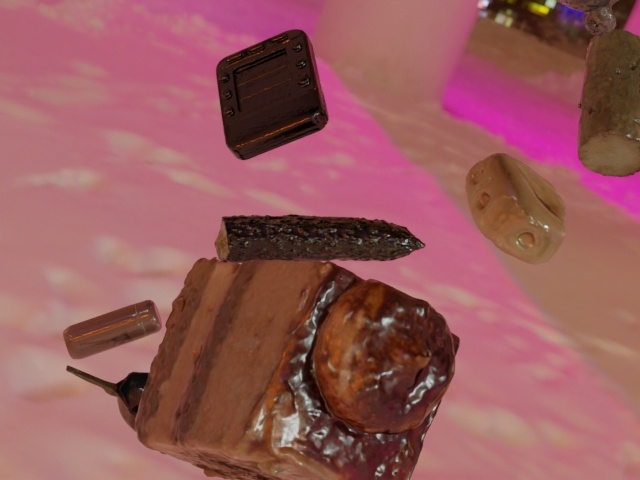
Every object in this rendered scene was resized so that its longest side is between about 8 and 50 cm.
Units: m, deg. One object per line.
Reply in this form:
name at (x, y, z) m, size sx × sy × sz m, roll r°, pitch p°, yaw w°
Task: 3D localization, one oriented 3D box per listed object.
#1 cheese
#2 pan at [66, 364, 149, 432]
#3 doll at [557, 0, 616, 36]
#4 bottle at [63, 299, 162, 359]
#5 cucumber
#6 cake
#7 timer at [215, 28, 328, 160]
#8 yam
cheese at (0.373, -0.060, 2.141) m, size 0.218 × 0.117 × 0.235 m, roll 4°, pitch 49°, yaw -52°
pan at (-0.268, 0.228, 1.662) m, size 0.202 × 0.048 × 0.128 m, roll 31°, pitch 21°, yaw 1°
doll at (0.276, -0.386, 1.372) m, size 0.158 × 0.246 × 0.340 m, roll -21°, pitch 42°, yaw -4°
bottle at (-0.305, 0.131, 1.695) m, size 0.140 × 0.053 × 0.053 m, roll -20°, pitch 24°, yaw -2°
cucumber at (0.000, -0.001, 1.639) m, size 0.300 × 0.072 × 0.072 m, roll 1°, pitch 21°, yaw -7°
cake at (-0.007, 0.134, 1.037) m, size 0.196 × 0.198 × 0.293 m, roll 32°, pitch -19°, yaw -32°
timer at (-0.067, -0.202, 1.591) m, size 0.055 × 0.144 × 0.187 m, roll 54°, pitch 19°, yaw -48°
yam at (0.421, -0.199, 1.634) m, size 0.107 × 0.107 × 0.194 m, roll 17°, pitch 62°, yaw -13°
